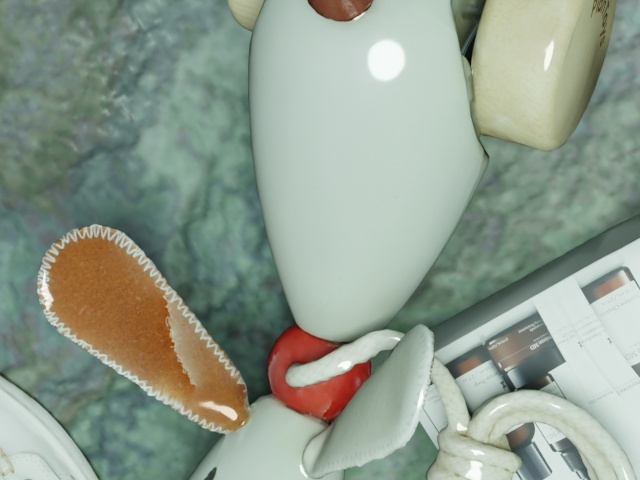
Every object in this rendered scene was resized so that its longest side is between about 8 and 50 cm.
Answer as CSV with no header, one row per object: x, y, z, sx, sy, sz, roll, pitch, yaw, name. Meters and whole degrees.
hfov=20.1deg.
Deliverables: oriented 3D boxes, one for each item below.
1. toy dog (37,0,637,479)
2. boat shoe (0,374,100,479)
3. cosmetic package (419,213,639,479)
0.000,0.000,0.712,0.220,0.161,0.334,-2,89,24,toy dog
-0.149,0.156,0.867,0.277,0.096,0.098,44,112,0,boat shoe
0.157,0.036,0.773,0.239,0.060,0.099,-31,96,20,cosmetic package
